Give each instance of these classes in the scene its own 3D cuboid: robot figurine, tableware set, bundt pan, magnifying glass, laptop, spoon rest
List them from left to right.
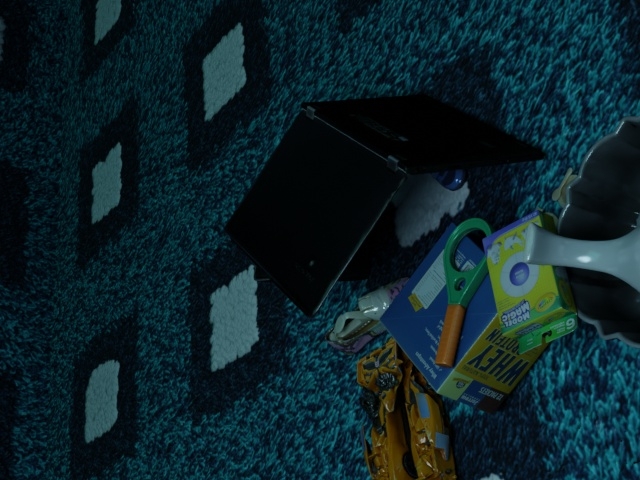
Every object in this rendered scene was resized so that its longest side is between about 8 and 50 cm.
[{"bbox_3d":[0.091,-0.081,1.783,0.382,0.408,0.236,-139,47,-55],"label":"laptop"},{"bbox_3d":[0.138,0.290,1.773,0.211,0.085,0.291,-38,48,37],"label":"robot figurine"},{"bbox_3d":[0.209,0.076,1.556,0.092,0.026,0.231,-3,64,49],"label":"magnifying glass"},{"bbox_3d":[0.383,-0.019,1.601,0.141,0.020,0.168,-59,37,22],"label":"tableware set"},{"bbox_3d":[0.396,0.015,1.317,0.276,0.084,0.137,5,83,42],"label":"spoon rest"},{"bbox_3d":[0.475,-0.011,1.375,0.331,0.124,0.330,-27,56,49],"label":"bundt pan"}]

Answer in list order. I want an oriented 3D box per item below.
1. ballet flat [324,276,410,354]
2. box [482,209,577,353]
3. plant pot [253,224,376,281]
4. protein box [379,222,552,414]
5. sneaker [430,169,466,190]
[{"bbox_3d":[0.085,0.138,1.915,0.221,0.079,0.076,-44,44,37],"label":"ballet flat"},{"bbox_3d":[0.290,0.059,1.456,0.105,0.043,0.179,-32,54,36],"label":"box"},{"bbox_3d":[0.000,0.000,2.013,0.188,0.167,0.187,-5,73,53],"label":"plant pot"},{"bbox_3d":[0.235,0.120,1.630,0.201,0.136,0.200,-55,38,13],"label":"protein box"},{"bbox_3d":[0.207,-0.136,1.866,0.053,0.059,0.144,-60,38,18],"label":"sneaker"}]
